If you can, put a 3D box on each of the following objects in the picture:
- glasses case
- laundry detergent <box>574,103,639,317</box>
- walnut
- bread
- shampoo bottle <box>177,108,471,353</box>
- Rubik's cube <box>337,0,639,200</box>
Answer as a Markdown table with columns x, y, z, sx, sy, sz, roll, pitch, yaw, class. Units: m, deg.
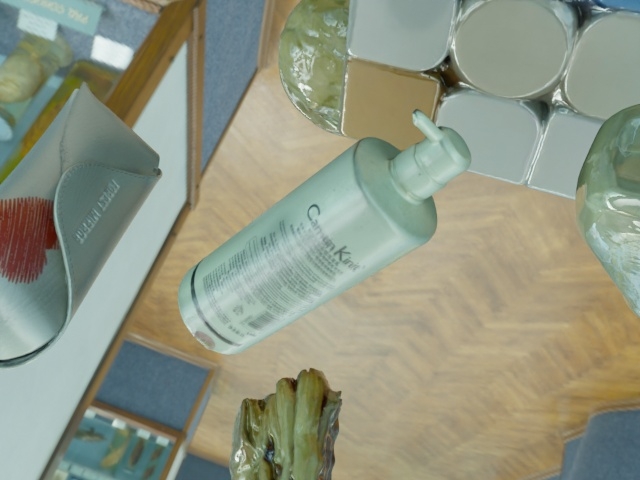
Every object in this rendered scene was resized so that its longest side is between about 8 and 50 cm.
| x | y | z | sx | sy | sz | roll | pitch | yaw | class |
| --- | --- | --- | --- | --- | --- | --- | --- | --- | --- |
| -0.245 | -0.032 | 0.653 | 0.083 | 0.308 | 0.128 | -6 | 131 | 23 | glasses case |
| 0.284 | 0.008 | 0.467 | 0.181 | 0.091 | 0.253 | 4 | 154 | 35 | laundry detergent |
| 0.062 | -0.321 | 1.203 | 0.277 | 0.282 | 0.253 | 29 | 134 | -1 | walnut |
| -0.074 | 0.433 | 1.255 | 0.192 | 0.369 | 0.314 | 7 | 154 | 5 | bread |
| 0.000 | 0.000 | 0.503 | 0.085 | 0.085 | 0.262 | 36 | 130 | -26 | shampoo bottle |
| 0.239 | -0.297 | 0.752 | 0.345 | 0.346 | 0.346 | 17 | 139 | 13 | Rubik's cube |
